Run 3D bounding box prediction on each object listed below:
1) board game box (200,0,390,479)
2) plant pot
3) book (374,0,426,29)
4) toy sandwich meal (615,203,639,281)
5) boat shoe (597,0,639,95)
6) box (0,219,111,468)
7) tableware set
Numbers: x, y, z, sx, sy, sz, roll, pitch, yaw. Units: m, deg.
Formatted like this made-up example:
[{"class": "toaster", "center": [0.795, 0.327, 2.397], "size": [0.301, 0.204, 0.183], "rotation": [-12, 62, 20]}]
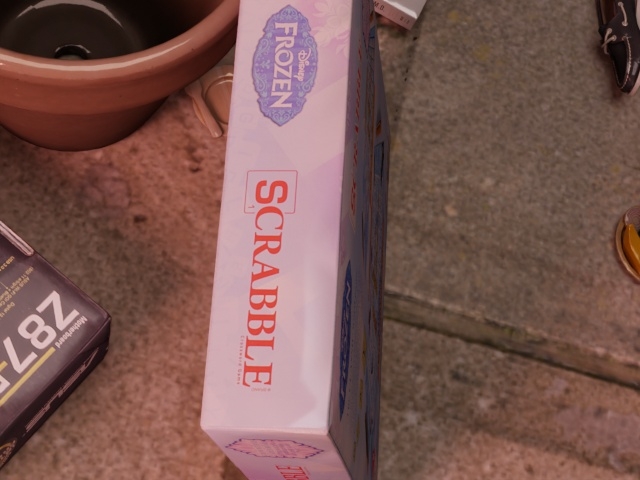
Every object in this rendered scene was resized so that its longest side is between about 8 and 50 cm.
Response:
[{"class": "board game box", "center": [0.000, 0.000, 0.726], "size": [0.066, 0.318, 0.318], "rotation": [0, 67, 7]}, {"class": "plant pot", "center": [-0.177, -0.176, 0.803], "size": [0.263, 0.229, 0.263], "rotation": [4, 69, -11]}, {"class": "book", "center": [0.032, -0.250, 0.982], "size": [0.144, 0.035, 0.096], "rotation": [28, 61, -4]}, {"class": "toy sandwich meal", "center": [0.282, 0.004, 0.942], "size": [0.086, 0.029, 0.085], "rotation": [4, 69, -11]}, {"class": "boat shoe", "center": [0.259, -0.181, 1.001], "size": [0.038, 0.046, 0.125], "rotation": [11, 65, -8]}, {"class": "box", "center": [-0.379, 0.097, 0.727], "size": [0.318, 0.097, 0.395], "rotation": [38, 67, 6]}, {"class": "tableware set", "center": [-0.035, -0.154, 0.940], "size": [0.169, 0.020, 0.141], "rotation": [-8, 71, -15]}]
